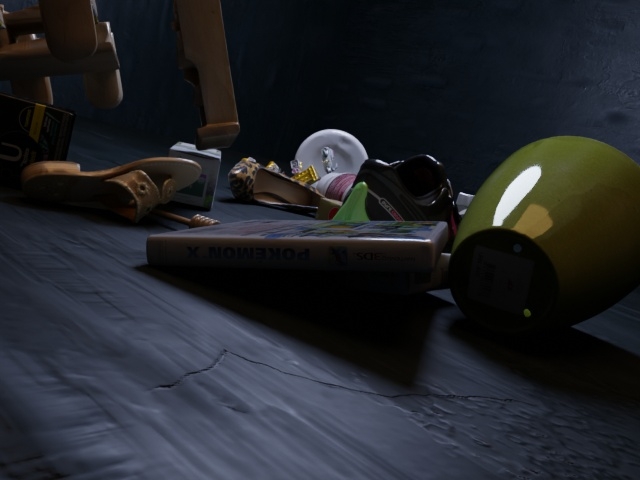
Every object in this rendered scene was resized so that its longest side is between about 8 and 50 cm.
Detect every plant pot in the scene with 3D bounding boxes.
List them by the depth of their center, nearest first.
[{"bbox_3d":[0.295,0.015,0.842,0.274,0.275,0.293,21,27,30],"label":"plant pot"}]

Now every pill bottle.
[{"bbox_3d":[0.079,-0.096,1.479,0.121,0.121,0.221,11,10,-29],"label":"pill bottle"},{"bbox_3d":[0.038,-0.238,1.968,0.224,0.224,0.392,16,9,0],"label":"pill bottle"}]

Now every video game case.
[{"bbox_3d":[0.000,0.000,0.764,0.299,0.036,0.329,1,5,14],"label":"video game case"}]

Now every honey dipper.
[{"bbox_3d":[-0.212,-0.035,0.879,0.160,0.031,0.030,18,9,26],"label":"honey dipper"}]

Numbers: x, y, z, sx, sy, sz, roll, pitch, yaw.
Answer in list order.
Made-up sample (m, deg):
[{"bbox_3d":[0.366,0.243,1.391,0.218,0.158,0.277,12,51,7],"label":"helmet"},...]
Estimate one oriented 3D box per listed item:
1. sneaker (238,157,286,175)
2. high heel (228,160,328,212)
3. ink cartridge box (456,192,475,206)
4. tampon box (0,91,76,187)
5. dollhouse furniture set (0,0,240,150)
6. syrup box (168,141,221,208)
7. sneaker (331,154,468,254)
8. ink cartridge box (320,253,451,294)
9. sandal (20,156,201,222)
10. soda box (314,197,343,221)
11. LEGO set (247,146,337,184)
[{"bbox_3d":[-0.111,-0.148,1.565,0.225,0.093,0.088,15,9,-8],"label":"sneaker"},{"bbox_3d":[-0.088,-0.117,1.384,0.186,0.093,0.261,12,-1,16],"label":"high heel"},{"bbox_3d":[0.354,-0.034,1.472,0.063,0.151,0.109,21,10,30],"label":"ink cartridge box"},{"bbox_3d":[-0.442,-0.145,0.867,0.161,0.121,0.101,12,8,-20],"label":"tampon box"},{"bbox_3d":[-0.352,-0.266,1.011,0.394,0.257,0.362,-9,3,-12],"label":"dollhouse furniture set"},{"bbox_3d":[-0.248,-0.132,1.203,0.093,0.096,0.237,11,11,-11],"label":"syrup box"},{"bbox_3d":[0.211,-0.054,1.176,0.185,0.202,0.482,22,11,32],"label":"sneaker"},{"bbox_3d":[0.057,0.039,0.886,0.232,0.066,0.189,-2,-1,31],"label":"ink cartridge box"},{"bbox_3d":[-0.270,-0.056,0.834,0.240,0.088,0.079,-4,60,-32],"label":"sandal"},{"bbox_3d":[0.070,-0.040,1.314,0.061,0.058,0.181,8,11,-42],"label":"soda box"},{"bbox_3d":[-0.084,-0.169,1.724,0.287,0.132,0.107,-5,-18,23],"label":"LEGO set"}]
